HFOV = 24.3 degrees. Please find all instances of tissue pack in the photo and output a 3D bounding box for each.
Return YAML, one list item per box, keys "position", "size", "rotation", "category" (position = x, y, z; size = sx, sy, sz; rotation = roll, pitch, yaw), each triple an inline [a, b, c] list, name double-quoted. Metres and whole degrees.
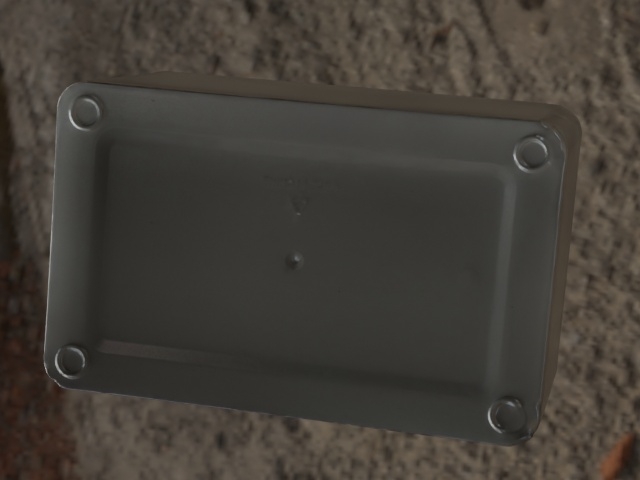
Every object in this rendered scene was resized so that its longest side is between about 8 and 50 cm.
- position: [0.000, 0.002, 0.752]
  size: [0.246, 0.136, 0.159]
  rotation: [7, 98, 11]
  category: "tissue pack"
